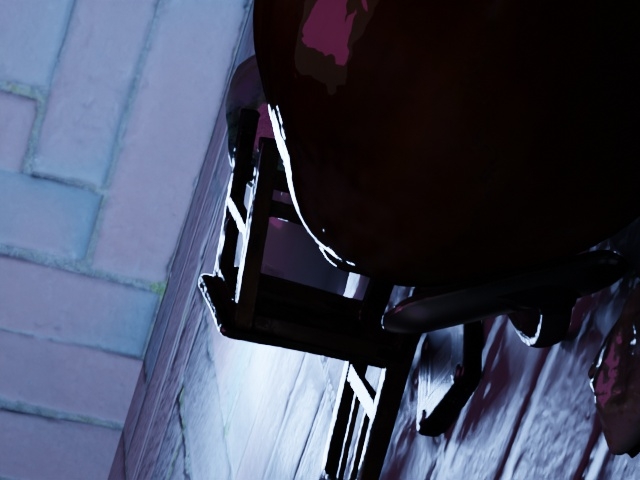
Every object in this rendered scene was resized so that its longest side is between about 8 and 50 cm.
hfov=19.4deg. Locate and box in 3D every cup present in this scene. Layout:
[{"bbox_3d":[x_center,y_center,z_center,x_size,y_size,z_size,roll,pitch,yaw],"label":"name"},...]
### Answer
[{"bbox_3d":[-0.012,-0.003,2.345,0.173,0.134,0.142,-114,35,-59],"label":"cup"}]

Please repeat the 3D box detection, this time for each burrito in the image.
[{"bbox_3d":[0.264,0.029,1.316,0.096,0.066,0.309,-91,17,-50],"label":"burrito"}]

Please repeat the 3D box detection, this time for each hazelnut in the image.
[{"bbox_3d":[0.106,-0.142,1.475,0.409,0.359,0.359,-133,58,-74],"label":"hazelnut"}]

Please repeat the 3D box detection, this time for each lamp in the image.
[{"bbox_3d":[0.126,0.037,1.634,0.283,0.203,0.124,-127,32,-69],"label":"lamp"}]

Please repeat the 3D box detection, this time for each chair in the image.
[{"bbox_3d":[-0.024,0.095,2.099,0.203,0.240,0.416,-127,52,-71],"label":"chair"}]

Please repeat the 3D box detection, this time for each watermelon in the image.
[{"bbox_3d":[-0.016,-0.152,2.487,0.256,0.260,0.176,-60,-1,-4],"label":"watermelon"}]

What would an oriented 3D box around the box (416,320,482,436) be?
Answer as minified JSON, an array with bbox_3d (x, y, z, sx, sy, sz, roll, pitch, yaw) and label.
[{"bbox_3d":[0.129,0.119,1.893,0.126,0.027,0.125,119,161,-48],"label":"box"}]
